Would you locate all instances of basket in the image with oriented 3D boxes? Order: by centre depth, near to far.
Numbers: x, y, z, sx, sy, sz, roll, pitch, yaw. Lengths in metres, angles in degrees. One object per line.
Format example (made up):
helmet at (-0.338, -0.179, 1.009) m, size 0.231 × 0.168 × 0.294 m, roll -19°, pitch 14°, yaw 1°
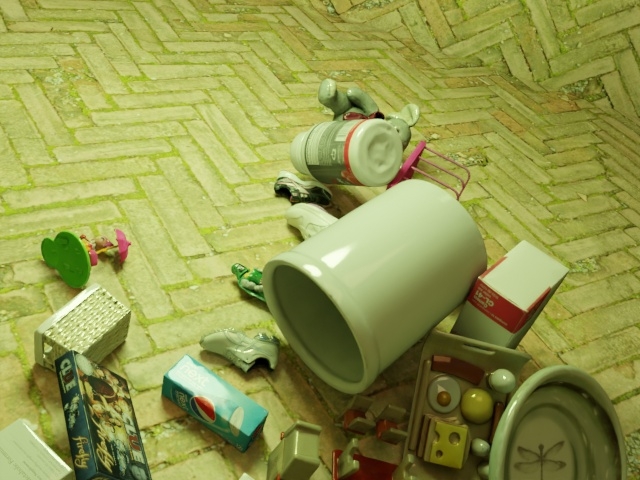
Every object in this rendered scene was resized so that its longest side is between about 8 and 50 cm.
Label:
basket at (-0.471, 0.187, 1.245) m, size 0.103 × 0.113 × 0.167 m, roll 32°, pitch 42°, yaw 10°

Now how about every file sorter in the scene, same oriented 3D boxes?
file sorter at (0.290, -0.109, 1.788) m, size 0.182 × 0.202 × 0.291 m, roll 28°, pitch 41°, yaw 10°

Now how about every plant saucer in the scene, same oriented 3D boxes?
plant saucer at (0.438, 0.442, 1.201) m, size 0.400 × 0.100 × 0.401 m, roll 6°, pitch 80°, yaw -33°

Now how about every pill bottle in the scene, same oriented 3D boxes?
pill bottle at (0.058, -0.240, 1.712) m, size 0.176 × 0.177 × 0.318 m, roll -18°, pitch 17°, yaw -35°

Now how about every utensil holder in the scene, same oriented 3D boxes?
utensil holder at (0.120, 0.083, 1.347) m, size 0.385 × 0.328 × 0.327 m, roll -34°, pitch 61°, yaw -28°

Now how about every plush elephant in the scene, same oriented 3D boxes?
plush elephant at (0.161, -0.330, 1.937) m, size 0.255 × 0.272 × 0.329 m, roll 14°, pitch 8°, yaw 35°

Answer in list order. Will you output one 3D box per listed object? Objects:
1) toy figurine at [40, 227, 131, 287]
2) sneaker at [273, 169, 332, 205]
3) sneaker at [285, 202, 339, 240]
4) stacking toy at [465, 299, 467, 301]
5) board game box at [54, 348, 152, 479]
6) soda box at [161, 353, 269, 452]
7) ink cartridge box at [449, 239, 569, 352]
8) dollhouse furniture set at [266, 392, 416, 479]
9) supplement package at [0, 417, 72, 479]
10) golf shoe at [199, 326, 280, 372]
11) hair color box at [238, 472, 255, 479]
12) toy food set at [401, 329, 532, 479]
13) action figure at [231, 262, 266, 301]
toy figurine at (-0.523, 0.021, 1.438) m, size 0.173 × 0.130 × 0.159 m, roll 12°, pitch 19°, yaw 31°
sneaker at (-0.055, -0.133, 1.804) m, size 0.178 × 0.072 × 0.077 m, roll 19°, pitch 54°, yaw 11°
sneaker at (0.000, 0.000, 1.621) m, size 0.305 × 0.114 × 0.152 m, roll 27°, pitch 80°, yaw 39°
stacking toy at (0.305, 0.083, 1.616) m, size 0.330 × 0.141 × 0.141 m, roll 23°, pitch 40°, yaw 8°
board game box at (-0.378, 0.324, 1.090) m, size 0.042 × 0.165 × 0.243 m, roll -32°, pitch 53°, yaw 1°
soda box at (-0.209, 0.319, 1.225) m, size 0.210 × 0.067 × 0.071 m, roll 30°, pitch 42°, yaw 15°
ink cartridge box at (0.405, 0.180, 1.423) m, size 0.131 × 0.306 × 0.226 m, roll 38°, pitch 44°, yaw 22°
dollhouse furniture set at (0.042, 0.433, 1.174) m, size 0.258 × 0.135 × 0.262 m, roll 21°, pitch 39°, yaw -15°
supplement package at (-0.519, 0.420, 0.944) m, size 0.139 × 0.134 × 0.244 m, roll 34°, pitch 43°, yaw 18°
golf shoe at (-0.172, 0.239, 1.333) m, size 0.176 × 0.069 × 0.086 m, roll 7°, pitch 47°, yaw -12°
hair color box at (-0.145, 0.495, 1.062) m, size 0.093 × 0.053 × 0.167 m, roll 31°, pitch 41°, yaw 13°
toy food set at (0.299, 0.356, 1.258) m, size 0.219 × 0.092 × 0.307 m, roll 14°, pitch 76°, yaw -4°
action figure at (-0.111, 0.115, 1.495) m, size 0.232 × 0.064 × 0.137 m, roll 24°, pitch 33°, yaw 4°
